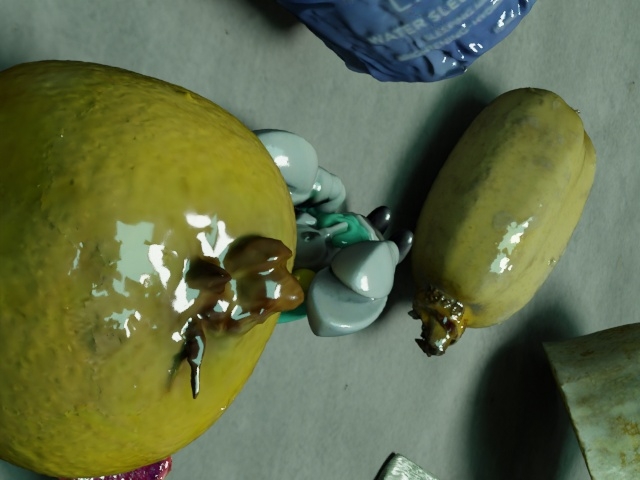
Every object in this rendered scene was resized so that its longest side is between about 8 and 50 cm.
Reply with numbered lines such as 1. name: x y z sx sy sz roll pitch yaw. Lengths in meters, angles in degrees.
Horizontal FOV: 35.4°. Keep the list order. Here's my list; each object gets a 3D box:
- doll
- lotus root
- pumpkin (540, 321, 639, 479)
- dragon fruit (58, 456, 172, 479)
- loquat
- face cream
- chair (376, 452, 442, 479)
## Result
1. doll: -0.017 -0.012 0.897 0.153 0.195 0.258 -60 178 29
2. lotus root: 0.186 -0.020 1.098 0.342 0.152 0.169 -57 138 -18
3. pumpkin: 0.426 0.258 1.269 0.332 0.199 0.332 -19 90 -83
4. dragon fruit: -0.174 0.163 0.796 0.126 0.068 0.112 -47 123 -45
5. loquat: -0.139 0.015 0.658 0.275 0.275 0.274 -13 107 -46
6. face cream: 0.051 -0.281 0.814 0.225 0.249 0.248 32 74 -48
7. chair: 0.180 0.391 1.195 0.160 0.319 0.186 -64 180 -13
